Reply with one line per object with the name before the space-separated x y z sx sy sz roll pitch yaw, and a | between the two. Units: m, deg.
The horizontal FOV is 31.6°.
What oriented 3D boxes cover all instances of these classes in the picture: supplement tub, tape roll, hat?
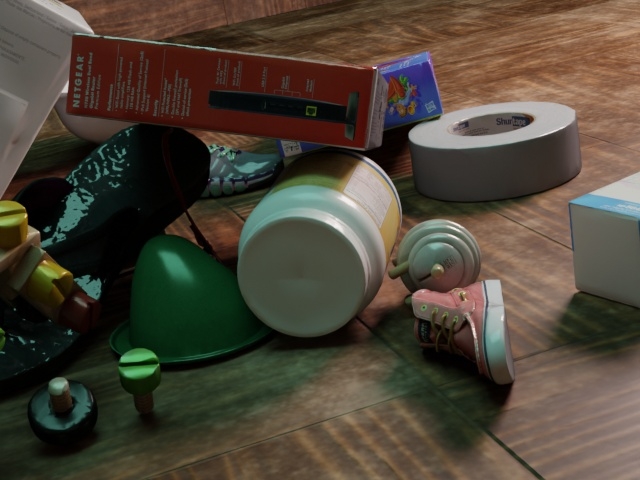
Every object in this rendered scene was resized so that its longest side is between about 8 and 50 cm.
supplement tub | 0.000 0.000 1.130 0.144 0.144 0.200 -5 20 14
tape roll | 0.226 -0.119 1.474 0.219 0.072 0.219 -10 18 3
hat | -0.147 0.004 1.132 0.173 0.183 0.208 -22 22 -36

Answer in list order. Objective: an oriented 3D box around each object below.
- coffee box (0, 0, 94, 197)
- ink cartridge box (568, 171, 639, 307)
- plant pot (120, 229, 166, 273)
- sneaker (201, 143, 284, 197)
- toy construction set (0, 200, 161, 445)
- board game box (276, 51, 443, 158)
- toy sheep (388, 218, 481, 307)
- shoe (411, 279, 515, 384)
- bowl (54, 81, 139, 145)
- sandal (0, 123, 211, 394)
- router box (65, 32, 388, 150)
coffee box | -0.586 -0.272 1.736 0.337 0.338 0.334 28 7 -21
ink cartridge box | 0.319 -0.009 1.072 0.143 0.092 0.090 -22 22 -30
plant pot | -0.261 -0.016 1.391 0.109 0.109 0.096 -19 8 -25
sneaker | -0.167 -0.115 1.623 0.223 0.098 0.083 -11 19 -2
toy construction set | -0.320 0.022 0.942 0.257 0.237 0.309 -25 52 -23
board game box | 0.061 -0.211 1.703 0.233 0.078 0.347 -15 10 8
toy sheep | 0.114 0.022 1.105 0.091 0.091 0.132 -8 14 7
shoe | 0.121 0.080 0.971 0.081 0.063 0.178 -9 13 8
bowl | -0.332 -0.236 2.005 0.298 0.134 0.298 -10 19 3
sandal | -0.271 -0.017 1.205 0.167 0.107 0.446 20 44 14
router box | -0.082 -0.158 1.246 0.301 0.082 0.335 7 6 4
